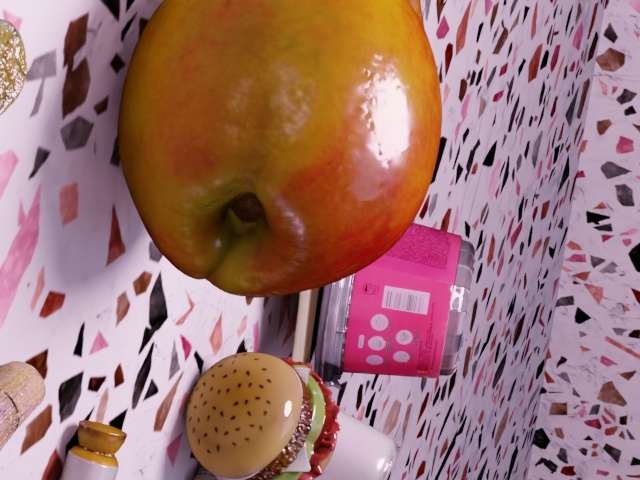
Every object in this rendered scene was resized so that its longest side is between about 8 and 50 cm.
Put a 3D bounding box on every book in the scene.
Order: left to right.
[{"bbox_3d":[0.000,0.000,1.992,0.217,0.021,0.310,-72,170,-61],"label":"book"}]

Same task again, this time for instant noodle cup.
[{"bbox_3d":[0.100,0.076,2.093,0.302,0.182,0.258,93,8,-52],"label":"instant noodle cup"}]

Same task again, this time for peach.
[{"bbox_3d":[-0.034,-0.118,1.439,0.308,0.308,0.332,82,13,-53],"label":"peach"}]

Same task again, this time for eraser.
[{"bbox_3d":[-0.016,0.315,1.983,0.331,0.150,0.331,-61,176,-6],"label":"eraser"}]

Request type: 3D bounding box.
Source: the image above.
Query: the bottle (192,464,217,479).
[{"bbox_3d":[-0.092,0.232,1.934,0.060,0.060,0.217,84,28,-50],"label":"bottle"}]

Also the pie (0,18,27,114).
[{"bbox_3d":[-0.244,-0.126,1.195,0.084,0.021,0.084,-51,151,-43],"label":"pie"}]

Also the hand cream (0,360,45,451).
[{"bbox_3d":[-0.272,0.151,1.274,0.203,0.084,0.084,-49,150,-64],"label":"hand cream"}]

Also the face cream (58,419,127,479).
[{"bbox_3d":[-0.230,0.260,1.526,0.072,0.051,0.182,-166,-87,-76],"label":"face cream"}]

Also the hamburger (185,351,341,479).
[{"bbox_3d":[-0.074,0.199,1.810,0.137,0.175,0.175,38,69,-54],"label":"hamburger"}]

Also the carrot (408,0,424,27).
[{"bbox_3d":[0.099,-0.333,2.038,0.061,0.061,0.209,-57,151,-44],"label":"carrot"}]
